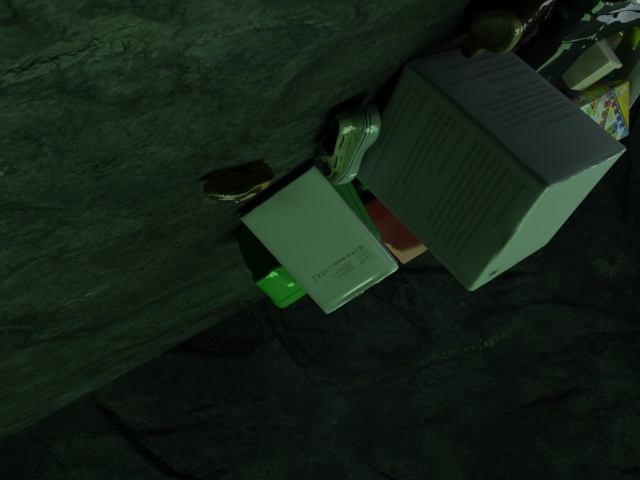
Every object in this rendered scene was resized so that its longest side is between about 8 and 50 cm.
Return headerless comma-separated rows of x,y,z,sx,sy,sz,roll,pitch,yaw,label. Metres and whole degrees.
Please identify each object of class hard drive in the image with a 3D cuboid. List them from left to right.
0.000,0.000,1.859,0.233,0.353,0.047,-34,-157,16,hard drive

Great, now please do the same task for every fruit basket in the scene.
-0.008,0.023,2.087,0.392,0.283,0.392,-23,157,-10,fruit basket

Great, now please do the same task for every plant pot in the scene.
0.246,-0.083,2.261,0.267,0.235,0.267,-32,-166,0,plant pot

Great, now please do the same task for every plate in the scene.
0.936,-0.569,2.173,0.277,0.045,0.278,-76,-176,-48,plate

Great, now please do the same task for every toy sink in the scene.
0.721,-0.509,2.049,0.131,0.152,0.234,-36,171,30,toy sink

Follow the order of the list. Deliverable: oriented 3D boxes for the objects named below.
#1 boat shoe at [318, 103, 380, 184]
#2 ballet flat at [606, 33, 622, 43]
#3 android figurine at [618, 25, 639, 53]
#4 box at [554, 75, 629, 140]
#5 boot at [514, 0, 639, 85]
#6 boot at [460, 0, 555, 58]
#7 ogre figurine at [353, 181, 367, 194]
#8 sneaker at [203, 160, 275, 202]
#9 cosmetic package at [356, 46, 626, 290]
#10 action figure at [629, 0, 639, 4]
0.043,-0.212,1.628,0.094,0.109,0.302,-3,159,-15,boat shoe
0.889,-0.650,1.919,0.342,0.116,0.124,-37,178,20,ballet flat
0.829,-0.582,1.797,0.248,0.056,0.273,14,-101,54,android figurine
0.709,-0.375,2.212,0.279,0.177,0.290,-28,-146,-20,box
0.596,-0.445,1.797,0.367,0.146,0.445,-11,151,-32,boot
0.385,-0.441,1.421,0.207,0.090,0.248,-36,-172,-5,boot
0.189,-0.205,2.130,0.197,0.096,0.118,-17,180,-16,ogre figurine
-0.174,-0.103,1.513,0.185,0.069,0.084,-21,161,-47,sneaker
0.355,-0.174,1.619,0.327,0.393,0.329,-24,153,-39,cosmetic package
0.474,-0.488,0.970,0.248,0.275,0.370,-22,-177,-17,action figure
